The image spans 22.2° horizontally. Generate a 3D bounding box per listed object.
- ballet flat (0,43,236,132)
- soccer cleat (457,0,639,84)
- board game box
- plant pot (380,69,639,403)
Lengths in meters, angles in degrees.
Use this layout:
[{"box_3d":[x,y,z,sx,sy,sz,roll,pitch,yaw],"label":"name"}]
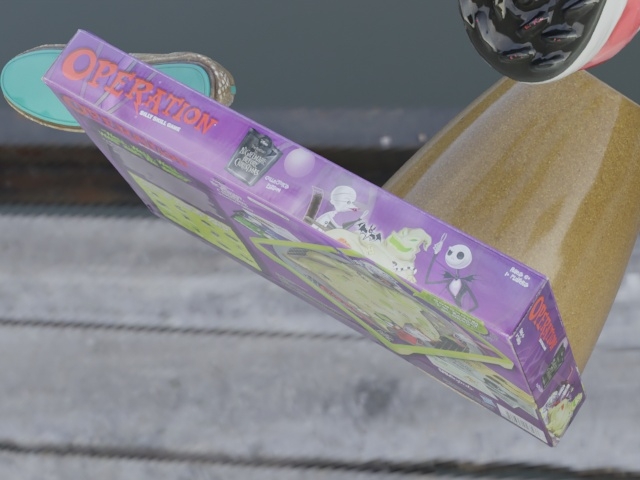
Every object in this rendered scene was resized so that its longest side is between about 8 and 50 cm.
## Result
[{"box_3d":[-0.160,-0.121,1.319,0.206,0.067,0.073,8,96,24],"label":"ballet flat"},{"box_3d":[0.180,-0.222,0.816,0.108,0.318,0.116,41,34,23],"label":"soccer cleat"},{"box_3d":[0.000,0.000,1.025,0.346,0.208,0.056,30,81,24],"label":"board game box"},{"box_3d":[0.159,-0.020,1.317,0.237,0.237,0.254,39,102,36],"label":"plant pot"}]
